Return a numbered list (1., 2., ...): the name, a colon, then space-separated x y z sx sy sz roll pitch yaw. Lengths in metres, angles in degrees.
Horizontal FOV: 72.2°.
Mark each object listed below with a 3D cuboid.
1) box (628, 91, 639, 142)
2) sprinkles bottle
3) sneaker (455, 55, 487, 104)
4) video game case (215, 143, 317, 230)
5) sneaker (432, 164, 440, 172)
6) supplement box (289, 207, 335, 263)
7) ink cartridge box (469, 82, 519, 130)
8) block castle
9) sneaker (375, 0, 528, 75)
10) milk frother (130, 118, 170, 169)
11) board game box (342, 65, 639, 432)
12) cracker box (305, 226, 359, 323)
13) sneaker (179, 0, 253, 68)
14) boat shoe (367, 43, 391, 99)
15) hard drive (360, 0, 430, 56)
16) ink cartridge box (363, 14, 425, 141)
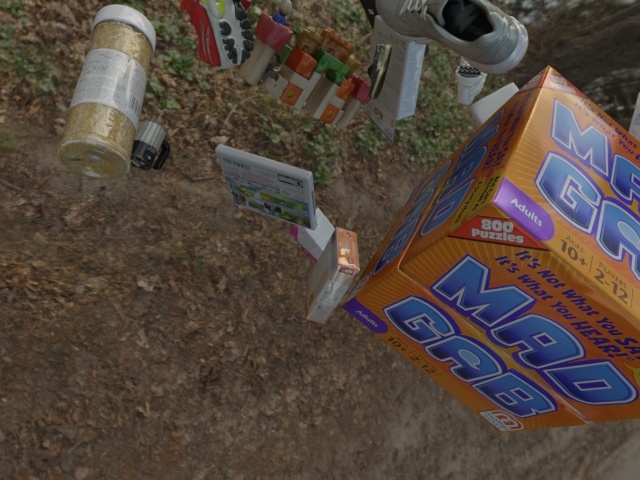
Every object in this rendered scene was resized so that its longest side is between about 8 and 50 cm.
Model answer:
1. box: 0.615 -0.174 0.684 0.103 0.203 0.114 39 67 -36
2. sprinkles bottle: -0.404 -0.293 0.850 0.121 0.121 0.355 25 52 -41
3. sneaker: 0.523 -0.568 1.507 0.292 0.110 0.118 -53 149 -38
4. video game case: -0.172 -0.171 1.476 0.299 0.329 0.036 85 27 -59
5. sneaker: 0.344 -0.136 1.149 0.170 0.071 0.068 51 40 -31
6. supplement box: 0.000 0.000 1.725 0.114 0.111 0.220 -44 99 -29
7. ink cartridge box: 0.676 -0.282 1.469 0.285 0.166 0.394 43 26 -50
8. block castle: -0.062 -0.517 1.229 0.454 0.303 0.212 10 123 -50
9. sneaker: 0.175 -0.340 0.646 0.121 0.262 0.099 0 122 -54
10. milk frother: -0.558 -0.290 1.362 0.129 0.143 0.134 80 25 -67
11. board game box: 0.325 0.033 0.706 0.356 0.356 0.356 39 54 -3
12. cracker box: 0.029 0.099 1.221 0.067 0.232 0.155 18 38 -13
13. sneaker: -0.211 -0.456 0.791 0.107 0.119 0.278 -34 124 -50
14. boat shoe: 0.153 -0.462 1.200 0.056 0.049 0.152 29 79 -75
15. hard drive: 0.267 -0.849 1.647 0.064 0.237 0.339 -48 140 -3
16. ink cartridge box: 0.235 -0.537 1.442 0.072 0.324 0.329 -5 126 -11
